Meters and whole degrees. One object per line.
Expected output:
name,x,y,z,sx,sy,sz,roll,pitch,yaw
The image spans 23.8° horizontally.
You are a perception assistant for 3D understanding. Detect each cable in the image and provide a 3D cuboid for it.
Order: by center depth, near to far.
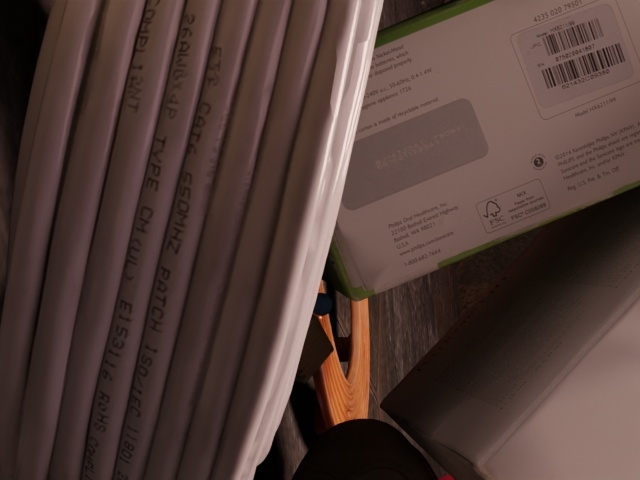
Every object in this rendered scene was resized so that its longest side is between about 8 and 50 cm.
cable,-0.037,-0.028,0.487,0.257,0.089,0.257,107,-5,-52

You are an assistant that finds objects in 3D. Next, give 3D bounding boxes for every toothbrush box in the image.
toothbrush box,0.076,-0.064,0.858,0.283,0.206,0.122,-169,-123,-87

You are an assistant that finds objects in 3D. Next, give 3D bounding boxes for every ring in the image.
ring,0.000,0.000,1.165,0.336,0.032,0.336,-5,90,-82

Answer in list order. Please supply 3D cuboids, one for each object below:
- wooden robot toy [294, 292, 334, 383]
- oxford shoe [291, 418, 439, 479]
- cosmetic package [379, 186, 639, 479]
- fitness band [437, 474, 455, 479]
wooden robot toy,-0.050,0.022,0.761,0.079,0.076,0.173,-50,147,-26
oxford shoe,0.013,0.178,0.825,0.348,0.123,0.130,-83,158,-65
cosmetic package,0.211,-0.001,0.843,0.097,0.377,0.284,44,-5,-7
fitness band,0.077,0.226,0.929,0.054,0.209,0.291,56,14,-15
